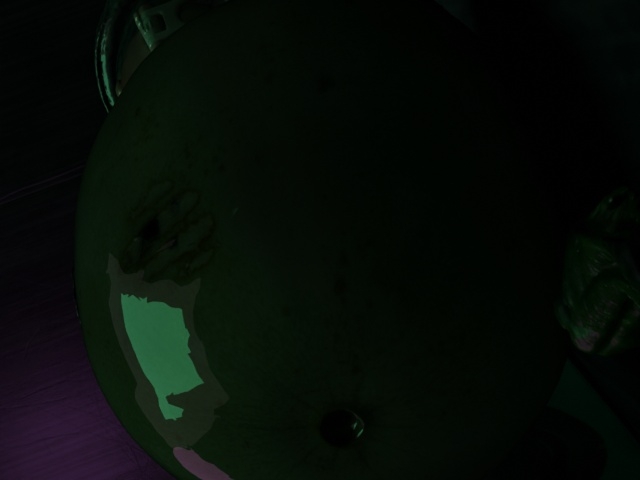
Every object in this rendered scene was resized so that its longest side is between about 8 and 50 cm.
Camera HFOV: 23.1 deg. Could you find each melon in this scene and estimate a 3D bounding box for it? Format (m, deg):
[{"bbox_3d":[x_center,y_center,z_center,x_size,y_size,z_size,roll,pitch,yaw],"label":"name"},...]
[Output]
[{"bbox_3d":[0.000,0.000,0.826,0.330,0.268,0.268,-97,-11,-58],"label":"melon"}]

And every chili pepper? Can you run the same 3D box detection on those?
[{"bbox_3d":[0.125,0.018,0.559,0.182,0.050,0.073,-130,26,-81],"label":"chili pepper"}]

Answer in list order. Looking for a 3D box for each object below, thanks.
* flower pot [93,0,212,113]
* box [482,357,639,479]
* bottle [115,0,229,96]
[{"bbox_3d":[-0.069,-0.185,1.535,0.283,0.299,0.299,-121,10,-71],"label":"flower pot"},{"bbox_3d":[0.154,0.207,0.959,0.311,0.118,0.205,-113,4,-73],"label":"box"},{"bbox_3d":[-0.043,-0.143,1.201,0.147,0.236,0.148,159,90,-90],"label":"bottle"}]
